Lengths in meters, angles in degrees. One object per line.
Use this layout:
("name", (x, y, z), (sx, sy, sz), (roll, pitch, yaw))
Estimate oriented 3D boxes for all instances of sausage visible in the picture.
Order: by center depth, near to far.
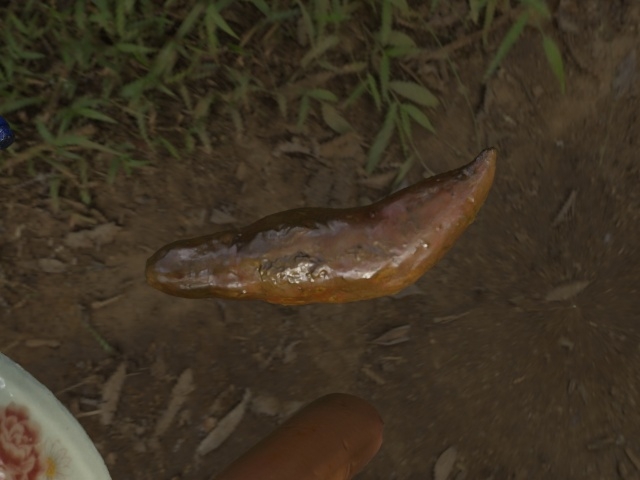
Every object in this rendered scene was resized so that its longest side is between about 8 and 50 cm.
("sausage", (-0.024, 0.214, 1.069), (0.086, 0.289, 0.086), (8, 107, 26))

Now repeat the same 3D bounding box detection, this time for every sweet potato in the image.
("sweet potato", (0.008, 0.013, 1.078), (0.354, 0.095, 0.106), (-16, 100, 11))

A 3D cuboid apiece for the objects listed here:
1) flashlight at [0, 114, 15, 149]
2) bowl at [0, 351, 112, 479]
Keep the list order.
("flashlight", (-0.339, -0.134, 1.112), (0.057, 0.035, 0.121), (-43, 77, -4))
("bowl", (-0.293, 0.198, 0.806), (0.277, 0.145, 0.277), (11, 127, 15))
